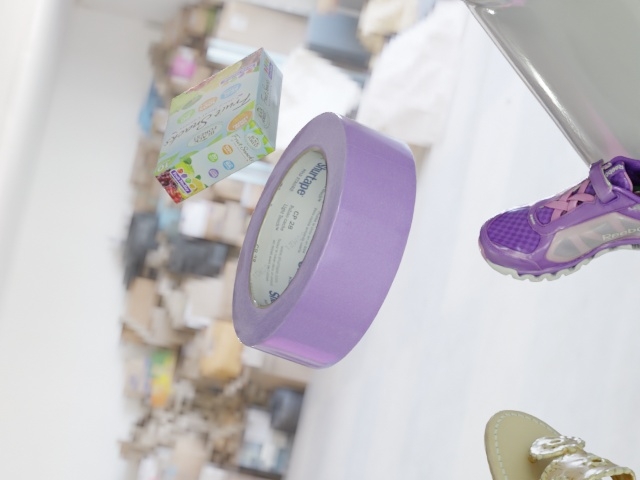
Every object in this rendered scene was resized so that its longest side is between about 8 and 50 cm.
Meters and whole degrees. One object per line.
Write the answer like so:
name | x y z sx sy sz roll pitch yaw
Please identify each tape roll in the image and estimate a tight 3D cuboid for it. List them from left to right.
tape roll | 0.000 0.000 1.787 0.275 0.090 0.274 -54 24 38

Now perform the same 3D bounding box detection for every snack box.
snack box | -0.084 -0.100 1.373 0.100 0.037 0.141 -29 27 19

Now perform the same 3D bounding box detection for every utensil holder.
utensil holder | 0.358 -0.244 1.735 0.328 0.385 0.327 -32 27 19

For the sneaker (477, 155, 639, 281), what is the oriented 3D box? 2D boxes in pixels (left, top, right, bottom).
sneaker | 0.269 -0.033 1.588 0.104 0.236 0.095 75 -175 -51

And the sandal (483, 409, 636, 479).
sandal | 0.182 0.180 1.028 0.240 0.088 0.079 -109 35 -42
